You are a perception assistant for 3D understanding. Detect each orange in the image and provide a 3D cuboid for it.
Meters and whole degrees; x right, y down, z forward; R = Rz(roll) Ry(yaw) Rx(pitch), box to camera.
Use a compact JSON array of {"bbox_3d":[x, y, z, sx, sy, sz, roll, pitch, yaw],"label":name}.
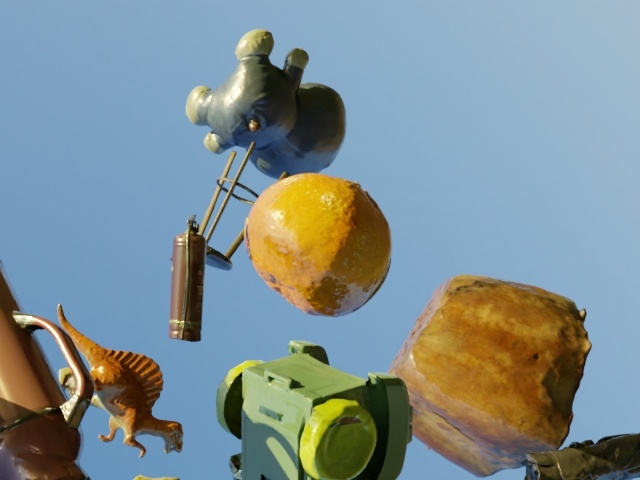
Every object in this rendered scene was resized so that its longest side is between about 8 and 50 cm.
[{"bbox_3d":[-0.001,0.003,1.585,0.155,0.177,0.177,-37,-97,-20],"label":"orange"}]

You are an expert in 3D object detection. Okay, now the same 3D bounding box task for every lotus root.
[{"bbox_3d":[0.236,0.182,2.076,0.250,0.316,0.316,28,-147,-10],"label":"lotus root"}]

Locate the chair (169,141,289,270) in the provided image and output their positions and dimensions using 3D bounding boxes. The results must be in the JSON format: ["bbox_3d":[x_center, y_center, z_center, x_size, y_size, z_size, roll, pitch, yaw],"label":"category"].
[{"bbox_3d":[-0.140,-0.039,2.114,0.095,0.104,0.221,34,-105,-13],"label":"chair"}]

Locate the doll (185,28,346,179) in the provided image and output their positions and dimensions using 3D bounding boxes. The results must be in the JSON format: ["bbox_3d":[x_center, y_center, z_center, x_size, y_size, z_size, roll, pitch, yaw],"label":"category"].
[{"bbox_3d":[-0.069,-0.200,2.192,0.258,0.228,0.154,23,-152,-50],"label":"doll"}]

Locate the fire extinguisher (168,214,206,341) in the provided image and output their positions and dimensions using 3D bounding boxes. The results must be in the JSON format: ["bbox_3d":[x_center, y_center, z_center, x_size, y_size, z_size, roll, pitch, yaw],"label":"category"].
[{"bbox_3d":[-0.165,0.046,1.684,0.064,0.043,0.158,7,-95,-89],"label":"fire extinguisher"}]

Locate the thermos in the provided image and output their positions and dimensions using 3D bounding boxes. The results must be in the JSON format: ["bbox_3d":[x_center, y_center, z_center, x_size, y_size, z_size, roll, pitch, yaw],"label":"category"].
[{"bbox_3d":[-0.315,0.155,1.422,0.136,0.109,0.330,-24,-123,-15],"label":"thermos"}]

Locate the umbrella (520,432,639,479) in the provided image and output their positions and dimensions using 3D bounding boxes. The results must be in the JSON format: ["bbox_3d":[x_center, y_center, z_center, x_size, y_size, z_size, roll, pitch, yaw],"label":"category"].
[{"bbox_3d":[0.370,0.277,1.702,0.236,0.059,0.066,-9,-100,-10],"label":"umbrella"}]

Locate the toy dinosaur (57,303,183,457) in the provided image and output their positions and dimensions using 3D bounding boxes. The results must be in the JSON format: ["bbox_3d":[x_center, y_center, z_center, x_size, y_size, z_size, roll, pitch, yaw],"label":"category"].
[{"bbox_3d":[-0.254,0.180,1.708,0.057,0.142,0.212,-102,5,-77],"label":"toy dinosaur"}]

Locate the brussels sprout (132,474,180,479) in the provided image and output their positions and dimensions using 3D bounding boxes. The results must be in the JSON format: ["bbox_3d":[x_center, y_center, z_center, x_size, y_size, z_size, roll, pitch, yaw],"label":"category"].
[{"bbox_3d":[-0.145,0.288,1.191,0.139,0.181,0.100,-9,-132,-19],"label":"brussels sprout"}]

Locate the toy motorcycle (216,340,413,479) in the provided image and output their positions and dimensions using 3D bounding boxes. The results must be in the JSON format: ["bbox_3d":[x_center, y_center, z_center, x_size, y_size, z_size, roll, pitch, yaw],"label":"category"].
[{"bbox_3d":[0.007,0.291,1.579,0.200,0.326,0.191,-14,-159,-37],"label":"toy motorcycle"}]
